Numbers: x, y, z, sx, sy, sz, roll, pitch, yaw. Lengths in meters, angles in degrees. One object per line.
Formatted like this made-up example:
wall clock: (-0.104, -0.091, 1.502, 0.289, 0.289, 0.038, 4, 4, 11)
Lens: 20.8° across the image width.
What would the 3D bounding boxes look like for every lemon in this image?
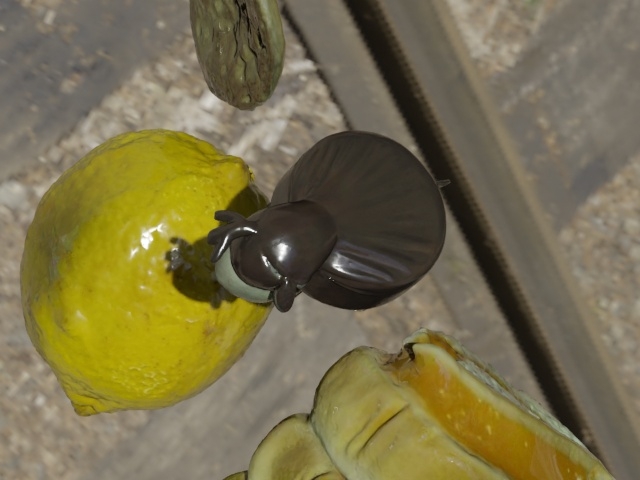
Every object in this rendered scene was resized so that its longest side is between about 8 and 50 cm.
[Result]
lemon: (-0.181, 0.036, 1.805, 0.268, 0.268, 0.322, 32, 103, -40)

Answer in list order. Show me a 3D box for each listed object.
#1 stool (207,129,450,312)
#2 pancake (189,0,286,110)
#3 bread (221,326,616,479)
stool: (0.000, 0.000, 1.272, 0.217, 0.121, 0.125, -24, 81, -37)
pancake: (-0.092, -0.241, 1.833, 0.042, 0.236, 0.222, -16, 75, -22)
bread: (0.064, 0.259, 1.414, 0.341, 0.210, 0.300, -40, 134, 9)
